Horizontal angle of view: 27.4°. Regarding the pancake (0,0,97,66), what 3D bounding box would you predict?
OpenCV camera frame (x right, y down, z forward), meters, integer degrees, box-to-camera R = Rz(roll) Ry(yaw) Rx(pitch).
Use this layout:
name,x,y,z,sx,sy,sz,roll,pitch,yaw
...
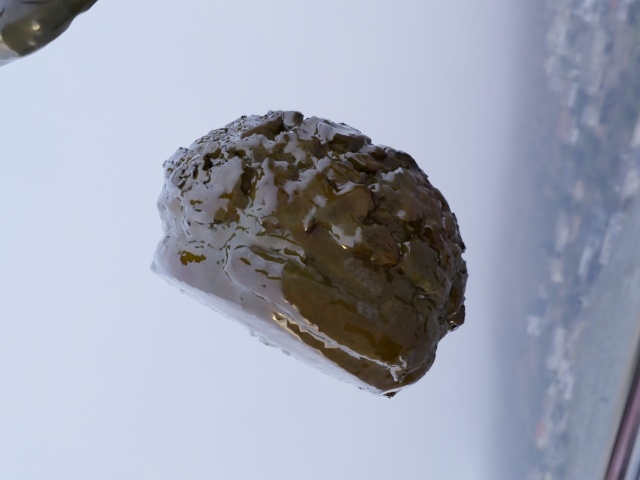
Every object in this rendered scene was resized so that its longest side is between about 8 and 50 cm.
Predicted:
name,x,y,z,sx,sy,sz,roll,pitch,yaw
pancake,-0.166,-0.210,0.709,0.050,0.242,0.242,44,-118,-63

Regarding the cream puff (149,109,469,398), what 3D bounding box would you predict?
name,x,y,z,sx,sy,sz,roll,pitch,yaw
cream puff,0.000,0.000,0.639,0.115,0.165,0.150,-59,27,-6
